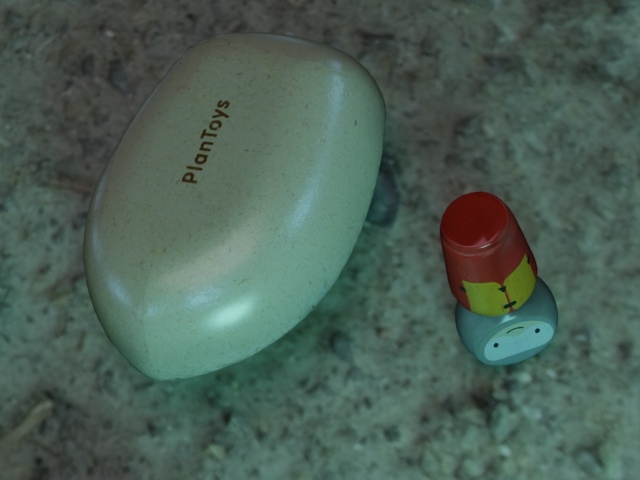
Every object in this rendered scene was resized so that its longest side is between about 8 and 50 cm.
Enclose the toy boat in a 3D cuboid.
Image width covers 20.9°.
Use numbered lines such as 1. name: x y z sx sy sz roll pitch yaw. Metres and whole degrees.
1. toy boat: 0.000 0.000 1.154 0.318 0.148 0.267 15 63 25
